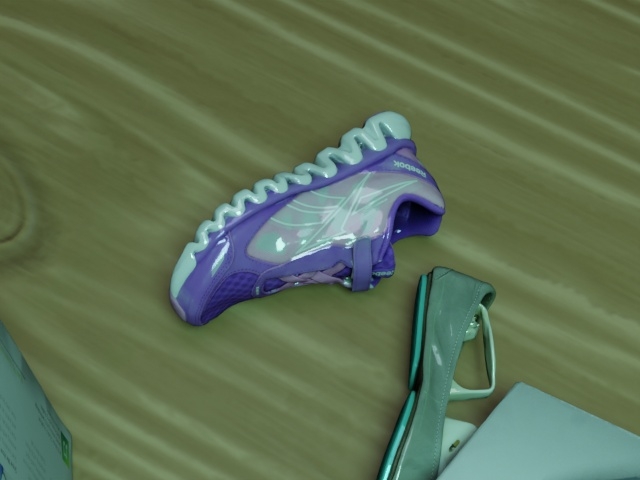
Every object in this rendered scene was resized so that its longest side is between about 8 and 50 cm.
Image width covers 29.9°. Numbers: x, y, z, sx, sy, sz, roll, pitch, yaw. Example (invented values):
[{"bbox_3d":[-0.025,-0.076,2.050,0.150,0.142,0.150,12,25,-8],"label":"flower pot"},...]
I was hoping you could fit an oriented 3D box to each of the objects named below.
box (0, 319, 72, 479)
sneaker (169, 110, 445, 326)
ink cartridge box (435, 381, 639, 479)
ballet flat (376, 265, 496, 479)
[{"bbox_3d":[-0.185,0.213,0.662,0.058,0.232,0.322,-9,58,-2],"label":"box"},{"bbox_3d":[0.000,0.000,0.890,0.236,0.095,0.104,-33,72,-21],"label":"sneaker"},{"bbox_3d":[0.182,0.234,0.690,0.296,0.066,0.261,24,42,25],"label":"ink cartridge box"},{"bbox_3d":[0.084,0.112,0.830,0.068,0.072,0.213,14,58,2],"label":"ballet flat"}]
